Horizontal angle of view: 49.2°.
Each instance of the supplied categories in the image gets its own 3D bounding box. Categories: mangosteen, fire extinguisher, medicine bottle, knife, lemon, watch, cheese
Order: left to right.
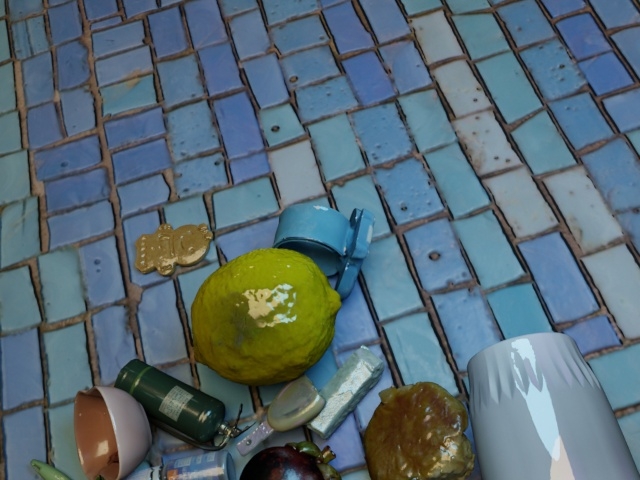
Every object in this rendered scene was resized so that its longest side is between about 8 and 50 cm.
[{"bbox_3d":[-0.467,0.515,1.377,0.293,0.020,0.043,25,71,18],"label":"knife"},{"bbox_3d":[-0.268,0.460,1.337,0.203,0.083,0.084,-12,62,5],"label":"medicine bottle"},{"bbox_3d":[-0.270,0.338,1.397,0.294,0.093,0.118,22,81,18],"label":"fire extinguisher"},{"bbox_3d":[-0.115,0.151,1.362,0.321,0.268,0.268,-20,62,5],"label":"lemon"},{"bbox_3d":[-0.081,0.342,1.336,0.192,0.037,0.097,-40,42,-6],"label":"cheese"},{"bbox_3d":[-0.050,0.446,1.269,0.199,0.200,0.200,-4,63,7],"label":"mangosteen"},{"bbox_3d":[0.000,0.000,1.468,0.193,0.211,0.211,14,65,-4],"label":"watch"}]

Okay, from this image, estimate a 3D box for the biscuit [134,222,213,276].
[{"bbox_3d":[-0.340,0.020,1.606,0.183,0.027,0.134,0,62,10],"label":"biscuit"}]

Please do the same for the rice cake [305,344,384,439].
[{"bbox_3d":[0.044,0.302,1.376,0.069,0.063,0.206,32,72,28],"label":"rice cake"}]

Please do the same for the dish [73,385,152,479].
[{"bbox_3d":[-0.398,0.375,1.358,0.090,0.213,0.213,-6,52,-42],"label":"dish"}]

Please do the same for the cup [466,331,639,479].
[{"bbox_3d":[0.392,0.365,1.187,0.253,0.253,0.372,-11,58,3],"label":"cup"}]

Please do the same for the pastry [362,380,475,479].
[{"bbox_3d":[0.173,0.372,1.266,0.218,0.100,0.229,22,75,48],"label":"pastry"}]
